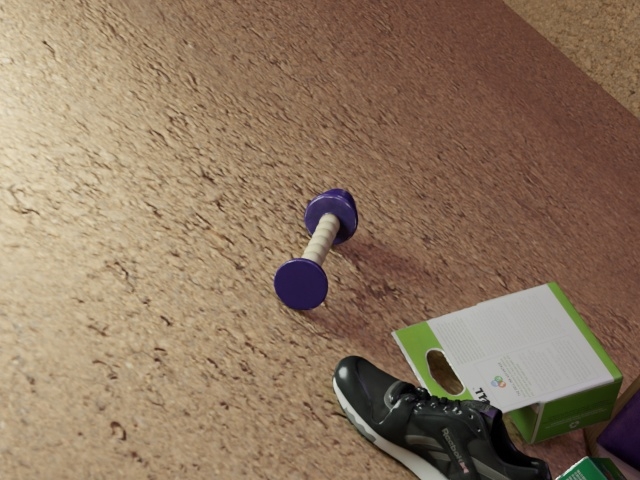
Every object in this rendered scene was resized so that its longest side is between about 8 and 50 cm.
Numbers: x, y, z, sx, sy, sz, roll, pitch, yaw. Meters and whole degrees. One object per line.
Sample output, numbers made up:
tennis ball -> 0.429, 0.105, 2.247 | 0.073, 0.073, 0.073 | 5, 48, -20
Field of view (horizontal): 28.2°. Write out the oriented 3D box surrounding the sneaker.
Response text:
sneaker -> 0.146, 0.212, 1.473 | 0.283, 0.124, 0.107 | 42, 25, 11

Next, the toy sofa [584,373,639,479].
toy sofa -> 0.524, 0.203, 1.696 | 0.150, 0.362, 0.177 | 33, 20, -10

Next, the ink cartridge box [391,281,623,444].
ink cartridge box -> 0.243, 0.178, 1.712 | 0.255, 0.097, 0.189 | -15, 47, -16

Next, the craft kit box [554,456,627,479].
craft kit box -> 0.385, 0.365, 1.484 | 0.250, 0.061, 0.246 | 52, 6, 18

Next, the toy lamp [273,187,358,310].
toy lamp -> 0.000, 0.000, 1.706 | 0.080, 0.080, 0.274 | 35, 24, -4
